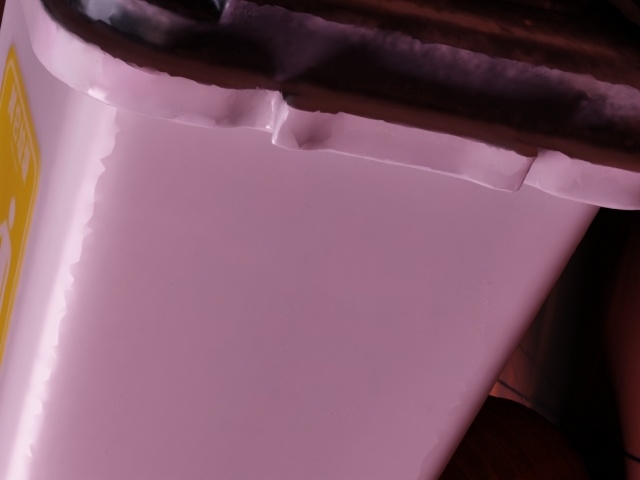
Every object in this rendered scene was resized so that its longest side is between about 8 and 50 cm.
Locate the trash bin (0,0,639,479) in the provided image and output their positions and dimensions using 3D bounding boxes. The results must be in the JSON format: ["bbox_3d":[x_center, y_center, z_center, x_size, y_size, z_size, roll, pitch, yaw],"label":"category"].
[{"bbox_3d":[-0.023,0.013,0.722,0.256,0.296,0.368,-119,44,-54],"label":"trash bin"}]

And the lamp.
[{"bbox_3d":[0.073,0.141,0.831,0.136,0.136,0.136,177,90,-75],"label":"lamp"}]
